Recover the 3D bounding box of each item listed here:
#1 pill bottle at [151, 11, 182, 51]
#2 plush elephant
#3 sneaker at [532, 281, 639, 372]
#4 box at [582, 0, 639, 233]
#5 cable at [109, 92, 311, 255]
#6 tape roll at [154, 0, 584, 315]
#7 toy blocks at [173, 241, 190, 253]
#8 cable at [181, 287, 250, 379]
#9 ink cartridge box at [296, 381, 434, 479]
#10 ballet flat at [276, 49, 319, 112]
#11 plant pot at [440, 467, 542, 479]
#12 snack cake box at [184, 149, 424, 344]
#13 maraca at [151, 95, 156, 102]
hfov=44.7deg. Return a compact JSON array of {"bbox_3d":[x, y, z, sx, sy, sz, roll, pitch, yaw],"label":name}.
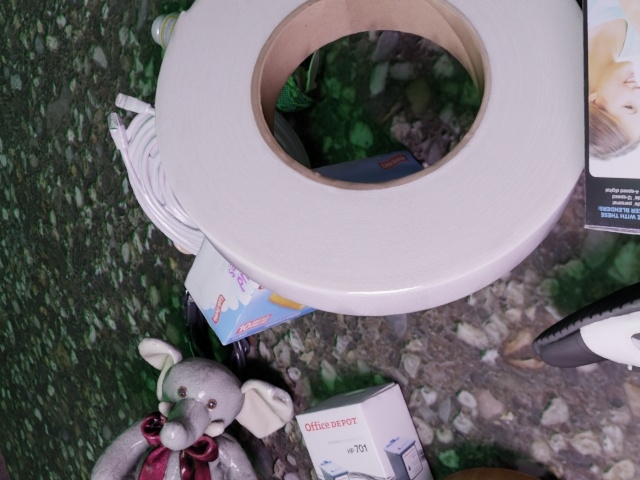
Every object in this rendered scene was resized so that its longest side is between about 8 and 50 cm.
[{"bbox_3d":[-0.192,-0.293,1.119,0.116,0.065,0.065,28,122,40],"label":"pill bottle"},{"bbox_3d":[-0.190,0.291,1.141,0.272,0.330,0.255,13,119,7],"label":"plush elephant"},{"bbox_3d":[0.326,0.089,0.623,0.330,0.122,0.146,-23,87,46],"label":"sneaker"},{"bbox_3d":[0.270,-0.160,0.574,0.087,0.169,0.290,8,107,44],"label":"box"},{"bbox_3d":[-0.137,-0.084,1.035,0.257,0.089,0.257,10,129,17],"label":"cable"},{"bbox_3d":[0.045,-0.126,0.700,0.392,0.392,0.072,55,175,21],"label":"tape roll"},{"bbox_3d":[-0.180,-0.054,1.193,0.148,0.054,0.123,-24,84,49],"label":"toy blocks"},{"bbox_3d":[-0.165,0.160,1.260,0.150,0.047,0.184,11,108,40],"label":"cable"},{"bbox_3d":[0.065,0.295,1.013,0.140,0.082,0.190,-26,84,49],"label":"ink cartridge box"},{"bbox_3d":[-0.032,-0.255,0.968,0.070,0.070,0.188,10,112,46],"label":"ballet flat"},{"bbox_3d":[0.155,0.390,0.766,0.237,0.254,0.237,8,106,27],"label":"plant pot"},{"bbox_3d":[0.000,0.000,0.848,0.089,0.264,0.152,53,136,22],"label":"snack cake box"},{"bbox_3d":[-0.209,-0.162,1.153,0.185,0.099,0.127,120,164,-51],"label":"maraca"}]
